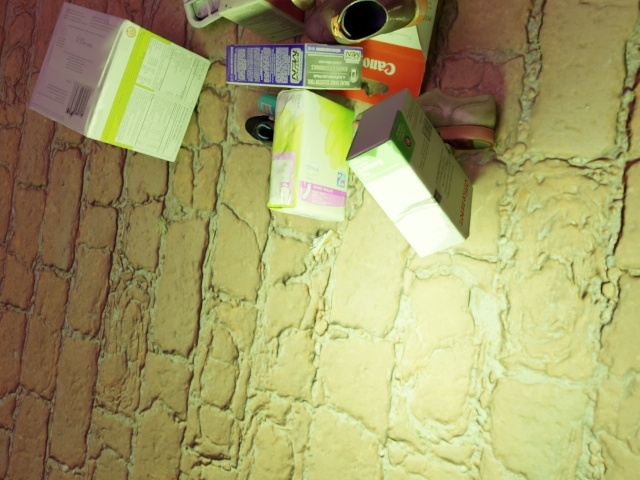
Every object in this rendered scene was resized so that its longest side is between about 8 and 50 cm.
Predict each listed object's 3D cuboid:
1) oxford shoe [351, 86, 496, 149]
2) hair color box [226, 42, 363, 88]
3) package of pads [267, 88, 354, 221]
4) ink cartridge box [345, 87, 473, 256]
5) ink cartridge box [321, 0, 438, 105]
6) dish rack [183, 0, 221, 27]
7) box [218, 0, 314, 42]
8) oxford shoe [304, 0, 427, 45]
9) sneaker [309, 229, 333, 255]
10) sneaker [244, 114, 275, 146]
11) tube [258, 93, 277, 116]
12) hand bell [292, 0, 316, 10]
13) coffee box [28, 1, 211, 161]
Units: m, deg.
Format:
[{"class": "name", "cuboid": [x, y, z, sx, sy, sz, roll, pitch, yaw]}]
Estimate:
[{"class": "oxford shoe", "cuboid": [0.240, -0.287, 1.567, 0.348, 0.123, 0.130, 8, 86, 25]}, {"class": "hair color box", "cuboid": [-0.073, -0.440, 1.705, 0.338, 0.185, 0.110, 19, 112, 47]}, {"class": "package of pads", "cuboid": [-0.023, -0.206, 1.669, 0.101, 0.229, 0.297, 3, 87, 35]}, {"class": "ink cartridge box", "cuboid": [0.198, -0.140, 1.435, 0.121, 0.289, 0.211, -24, 29, 33]}, {"class": "ink cartridge box", "cuboid": [0.121, -0.521, 1.620, 0.308, 0.091, 0.385, 26, 115, 39]}, {"class": "dish rack", "cuboid": [-0.304, -0.824, 1.993, 0.285, 0.072, 0.333, -16, 89, 34]}, {"class": "box", "cuboid": [-0.139, -0.636, 1.789, 0.148, 0.232, 0.127, -4, 83, 35]}, {"class": "oxford shoe", "cuboid": [0.065, -0.510, 1.539, 0.363, 0.132, 0.130, 3, 118, 51]}, {"class": "sneaker", "cuboid": [0.000, 0.000, 1.753, 0.037, 0.032, 0.083, 47, 111, 29]}, {"class": "sneaker", "cuboid": [-0.151, -0.304, 1.834, 0.216, 0.121, 0.079, 26, 100, 34]}, {"class": "tube", "cuboid": [-0.084, -0.346, 1.826, 0.207, 0.080, 0.052, 29, 80, 36]}, {"class": "hand bell", "cuboid": [0.042, -0.634, 1.559, 0.241, 0.126, 0.126, -10, 80, 36]}, {"class": "coffee box", "cuboid": [-0.601, -0.473, 2.039, 0.337, 0.334, 0.338, 27, 99, 35]}]
